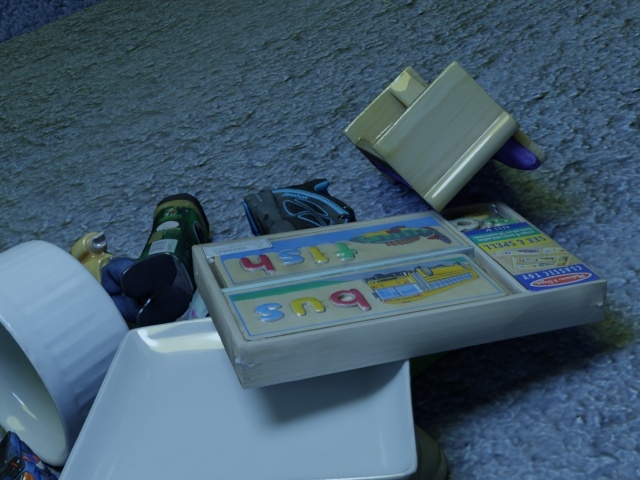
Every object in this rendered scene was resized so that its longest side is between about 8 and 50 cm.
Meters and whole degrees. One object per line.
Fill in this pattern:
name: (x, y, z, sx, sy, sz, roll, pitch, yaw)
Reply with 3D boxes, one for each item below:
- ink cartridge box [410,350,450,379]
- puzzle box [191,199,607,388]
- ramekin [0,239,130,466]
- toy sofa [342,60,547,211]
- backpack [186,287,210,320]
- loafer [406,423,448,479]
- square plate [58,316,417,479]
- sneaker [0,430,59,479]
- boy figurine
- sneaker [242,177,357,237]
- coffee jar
ink cartridge box: (0.142, 0.077, 1.291, 0.209, 0.062, 0.109, -33, 33, -18)
puzzle box: (0.076, 0.047, 1.193, 0.409, 0.052, 0.272, -9, 24, -15)
ramekin: (-0.351, 0.134, 1.328, 0.277, 0.277, 0.135, 13, 38, 44)
toy sofa: (0.156, -0.130, 1.443, 0.150, 0.177, 0.362, -45, 10, 2)
backpack: (-0.107, 0.090, 1.355, 0.152, 0.115, 0.182, -48, 16, 18)
loafer: (0.007, 0.265, 1.061, 0.268, 0.092, 0.102, -35, 31, -21)
square plate: (-0.072, 0.172, 1.101, 0.347, 0.049, 0.344, -8, 24, 7)
sneaker: (-0.359, 0.297, 1.268, 0.083, 0.087, 0.221, -54, 22, -8)
boy figurine: (-0.293, 0.068, 1.486, 0.092, 0.177, 0.285, -31, 19, -28)
sneaker: (0.000, 0.000, 1.442, 0.140, 0.125, 0.341, -22, 34, -10)
coffee jar: (-0.220, 0.009, 1.592, 0.079, 0.096, 0.184, -12, 32, 11)
